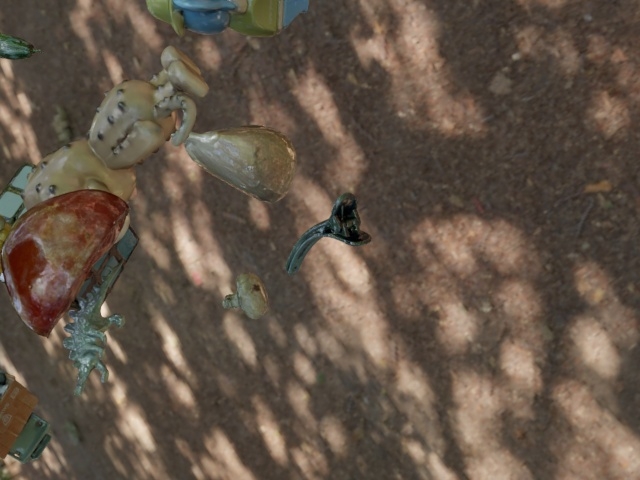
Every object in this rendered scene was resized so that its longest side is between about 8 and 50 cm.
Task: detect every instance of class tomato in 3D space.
[{"bbox_3d":[-0.267,0.009,0.930,0.091,0.159,0.139,35,151,-7],"label":"tomato"}]

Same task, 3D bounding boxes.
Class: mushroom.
[{"bbox_3d":[-0.134,0.100,1.608,0.085,0.079,0.085,163,90,-90],"label":"mushroom"}]

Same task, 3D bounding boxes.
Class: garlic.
[{"bbox_3d":[-0.122,-0.123,1.332,0.266,0.148,0.129,39,-152,-61],"label":"garlic"}]

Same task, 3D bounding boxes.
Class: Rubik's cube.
[{"bbox_3d":[-0.398,0.003,1.393,0.163,0.162,0.161,16,153,24],"label":"Rubik's cube"}]

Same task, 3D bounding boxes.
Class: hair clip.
[{"bbox_3d":[0.000,0.000,1.251,0.229,0.039,0.070,-32,78,63],"label":"hair clip"}]

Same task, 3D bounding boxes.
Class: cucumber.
[{"bbox_3d":[-0.477,-0.286,1.340,0.167,0.039,0.039,17,130,21],"label":"cucumber"}]

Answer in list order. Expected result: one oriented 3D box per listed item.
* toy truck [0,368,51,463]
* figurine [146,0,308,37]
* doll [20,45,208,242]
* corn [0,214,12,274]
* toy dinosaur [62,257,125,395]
[{"bbox_3d":[-0.620,0.278,1.568,0.338,0.133,0.184,10,151,32],"label":"toy truck"},{"bbox_3d":[-0.164,-0.415,1.548,0.180,0.261,0.154,66,149,30],"label":"figurine"},{"bbox_3d":[-0.234,-0.096,1.051,0.278,0.119,0.154,-42,36,19],"label":"doll"},{"bbox_3d":[-0.477,0.052,1.142,0.310,0.101,0.102,-35,84,32],"label":"corn"},{"bbox_3d":[-0.328,0.120,1.333,0.082,0.209,0.039,12,167,20],"label":"toy dinosaur"}]
